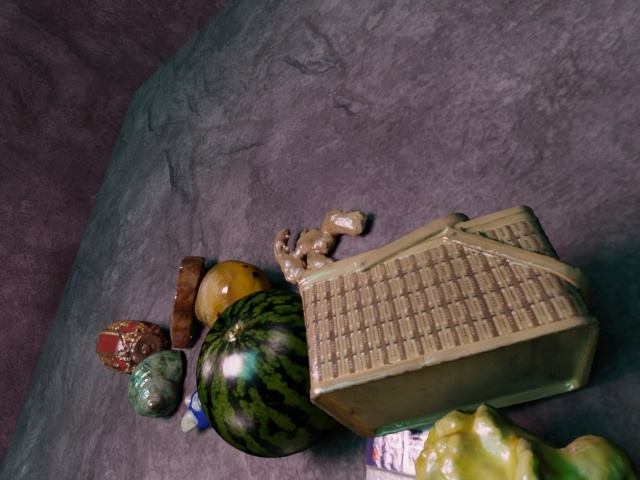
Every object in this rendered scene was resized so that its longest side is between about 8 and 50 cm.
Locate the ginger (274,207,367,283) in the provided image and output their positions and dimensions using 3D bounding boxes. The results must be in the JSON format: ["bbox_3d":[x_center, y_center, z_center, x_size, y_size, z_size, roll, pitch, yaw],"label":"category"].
[{"bbox_3d":[0.000,0.015,0.966,0.258,0.065,0.149,-17,70,35],"label":"ginger"}]

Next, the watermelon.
[{"bbox_3d":[-0.079,0.230,0.773,0.285,0.285,0.285,-25,53,38],"label":"watermelon"}]

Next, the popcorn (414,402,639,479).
[{"bbox_3d":[0.216,0.294,0.451,0.256,0.195,0.255,41,147,20],"label":"popcorn"}]

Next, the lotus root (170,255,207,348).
[{"bbox_3d":[-0.384,0.162,1.247,0.170,0.074,0.261,117,159,-56],"label":"lotus root"}]

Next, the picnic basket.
[{"bbox_3d":[0.154,0.109,0.549,0.313,0.228,0.175,-19,49,13],"label":"picnic basket"}]

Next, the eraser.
[{"bbox_3d":[0.135,0.295,0.656,0.124,0.068,0.210,-13,61,39],"label":"eraser"}]

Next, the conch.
[{"bbox_3d":[-0.461,0.407,1.215,0.176,0.122,0.188,-34,47,-2],"label":"conch"}]

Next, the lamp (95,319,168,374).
[{"bbox_3d":[-0.604,0.338,1.377,0.274,0.177,0.177,-11,63,47],"label":"lamp"}]

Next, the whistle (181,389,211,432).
[{"bbox_3d":[-0.262,0.386,1.025,0.244,0.092,0.110,-42,48,23],"label":"whistle"}]

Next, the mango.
[{"bbox_3d":[-0.223,0.145,1.072,0.176,0.175,0.329,-50,14,-20],"label":"mango"}]
